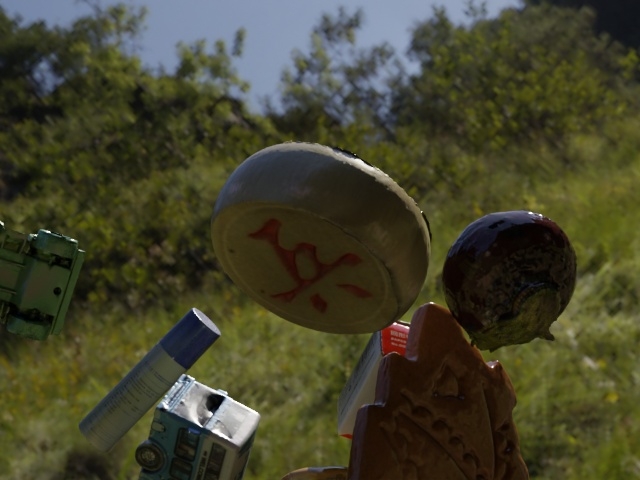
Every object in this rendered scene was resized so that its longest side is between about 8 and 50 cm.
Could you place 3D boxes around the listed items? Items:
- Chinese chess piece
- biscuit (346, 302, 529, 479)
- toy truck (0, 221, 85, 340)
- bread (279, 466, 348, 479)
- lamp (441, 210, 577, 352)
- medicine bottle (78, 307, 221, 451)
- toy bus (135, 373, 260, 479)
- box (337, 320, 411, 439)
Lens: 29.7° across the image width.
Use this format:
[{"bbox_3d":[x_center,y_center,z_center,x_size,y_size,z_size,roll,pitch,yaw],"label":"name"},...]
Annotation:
[{"bbox_3d":[0.000,0.000,1.345,0.250,0.249,0.103,95,-162,-55],"label":"Chinese chess piece"},{"bbox_3d":[0.138,0.236,1.425,0.306,0.284,0.043,-31,7,-42],"label":"biscuit"},{"bbox_3d":[-0.398,0.015,1.326,0.259,0.135,0.128,18,-91,-21],"label":"toy truck"},{"bbox_3d":[0.038,0.381,1.784,0.200,0.077,0.116,18,-33,-40],"label":"bread"},{"bbox_3d":[0.217,0.047,1.348,0.156,0.135,0.157,-32,-66,1],"label":"lamp"},{"bbox_3d":[-0.237,0.194,1.675,0.231,0.059,0.059,-45,-24,3],"label":"medicine bottle"},{"bbox_3d":[-0.175,0.327,1.532,0.106,0.131,0.297,-53,-18,-62],"label":"toy bus"},{"bbox_3d":[0.114,0.214,1.781,0.133,0.099,0.182,16,-58,-12],"label":"box"}]
